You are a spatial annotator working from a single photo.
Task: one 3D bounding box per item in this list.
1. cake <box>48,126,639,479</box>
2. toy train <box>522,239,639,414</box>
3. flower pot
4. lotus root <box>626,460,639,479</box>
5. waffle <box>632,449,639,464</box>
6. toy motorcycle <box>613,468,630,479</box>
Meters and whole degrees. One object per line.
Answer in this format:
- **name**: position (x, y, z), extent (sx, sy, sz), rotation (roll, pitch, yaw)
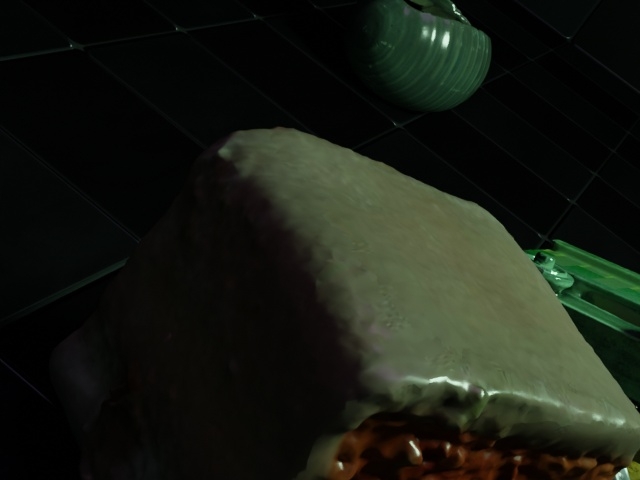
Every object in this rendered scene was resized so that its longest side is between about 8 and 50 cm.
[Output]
- **cake**: position (0.023, 0.103, 0.810), extent (0.309, 0.237, 0.230), rotation (15, 33, -45)
- **toy train**: position (0.294, 0.098, 1.273), extent (0.301, 0.120, 0.202), rotation (26, 15, 31)
- **flower pot**: position (0.138, -0.276, 1.830), extent (0.243, 0.157, 0.189), rotation (7, 34, -48)
- **lotus root**: position (0.260, 0.235, 1.047), extent (0.258, 0.110, 0.097), rotation (23, 67, -35)
- **waffle**: position (0.408, 0.281, 1.228), extent (0.221, 0.055, 0.248), rotation (16, 29, -40)
- **toy motorcycle**: position (0.215, 0.264, 0.880), extent (0.110, 0.171, 0.260), rotation (-15, 66, -10)
